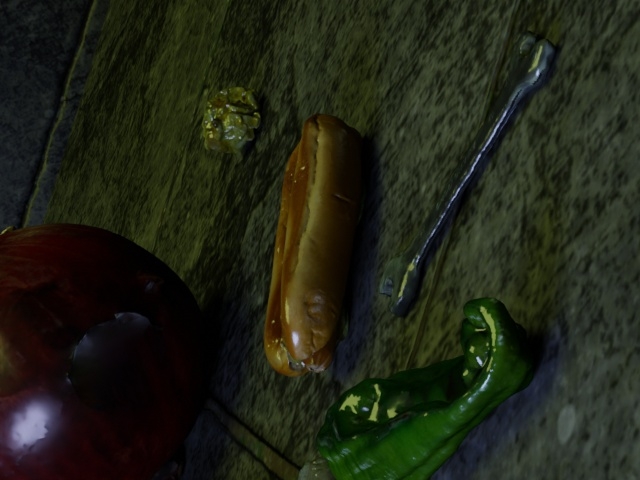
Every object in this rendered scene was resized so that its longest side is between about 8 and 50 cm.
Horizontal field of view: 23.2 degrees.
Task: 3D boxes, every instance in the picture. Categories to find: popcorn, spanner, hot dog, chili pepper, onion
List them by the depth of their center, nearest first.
[{"bbox_3d":[0.064,0.110,1.014,0.257,0.074,0.100,-39,35,52],"label":"chili pepper"},{"bbox_3d":[0.102,-0.045,1.119,0.054,0.015,0.254,-95,28,-53],"label":"spanner"},{"bbox_3d":[0.000,0.000,1.295,0.100,0.068,0.249,114,166,-53],"label":"hot dog"},{"bbox_3d":[-0.265,0.131,1.559,0.341,0.341,0.341,-163,90,-72],"label":"onion"},{"bbox_3d":[-0.100,-0.134,1.722,0.083,0.059,0.068,-67,17,-10],"label":"popcorn"}]

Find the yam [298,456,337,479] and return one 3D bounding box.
[{"bbox_3d":[0.009,0.221,1.095,0.054,0.054,0.132,127,152,-46],"label":"yam"}]
